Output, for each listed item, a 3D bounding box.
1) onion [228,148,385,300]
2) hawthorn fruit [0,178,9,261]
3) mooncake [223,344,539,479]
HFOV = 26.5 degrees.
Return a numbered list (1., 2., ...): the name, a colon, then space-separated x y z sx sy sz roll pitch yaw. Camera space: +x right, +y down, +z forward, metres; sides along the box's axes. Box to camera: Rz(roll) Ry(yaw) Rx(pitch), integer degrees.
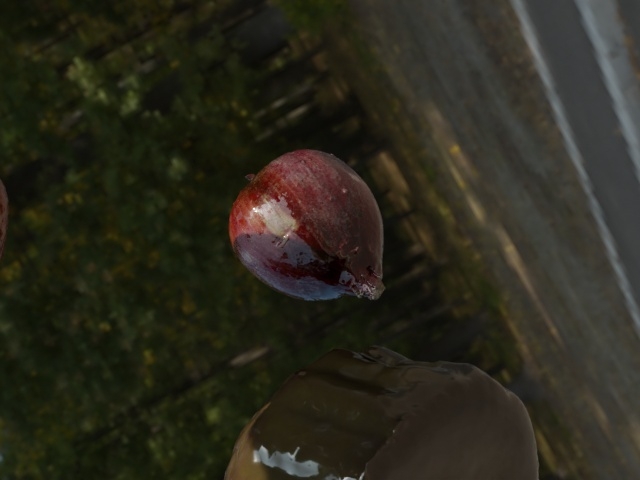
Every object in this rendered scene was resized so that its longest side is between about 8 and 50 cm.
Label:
1. onion: 0.000 0.000 1.402 0.195 0.159 0.159 47 175 27
2. hawthorn fruit: -0.404 -0.016 1.204 0.253 0.205 0.205 13 155 27
3. mooncake: 0.054 0.259 1.284 0.187 0.324 0.324 15 146 43
